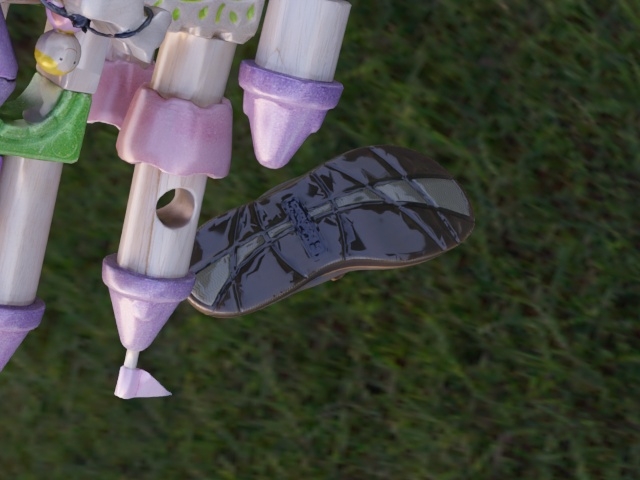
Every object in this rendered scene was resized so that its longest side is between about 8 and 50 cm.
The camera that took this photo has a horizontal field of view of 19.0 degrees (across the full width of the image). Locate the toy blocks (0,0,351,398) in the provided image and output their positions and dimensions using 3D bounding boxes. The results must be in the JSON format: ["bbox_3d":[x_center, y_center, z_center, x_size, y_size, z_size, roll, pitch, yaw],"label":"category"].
[{"bbox_3d":[-0.166,-0.039,1.005,0.309,0.289,0.260,30,109,54],"label":"toy blocks"}]

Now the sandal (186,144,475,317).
[{"bbox_3d":[0.000,0.000,1.283,0.219,0.060,0.090,-24,81,-23],"label":"sandal"}]
